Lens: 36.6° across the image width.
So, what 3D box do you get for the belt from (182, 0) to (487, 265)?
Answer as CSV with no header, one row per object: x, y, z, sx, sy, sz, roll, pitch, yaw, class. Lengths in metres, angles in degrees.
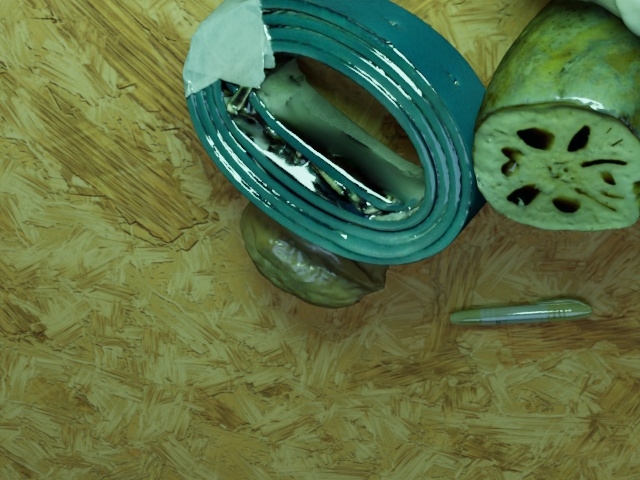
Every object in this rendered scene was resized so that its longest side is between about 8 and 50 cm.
0.029,-0.162,1.276,0.436,0.173,0.300,34,121,7,belt

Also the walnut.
0.000,0.000,1.477,0.245,0.198,0.198,36,126,-6,walnut

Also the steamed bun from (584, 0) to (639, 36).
0.353,-0.382,1.017,0.324,0.309,0.219,39,140,20,steamed bun

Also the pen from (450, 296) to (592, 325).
0.332,0.119,1.612,0.233,0.032,0.040,-4,104,14,pen

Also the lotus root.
0.338,-0.189,1.158,0.250,0.346,0.250,26,144,20,lotus root
